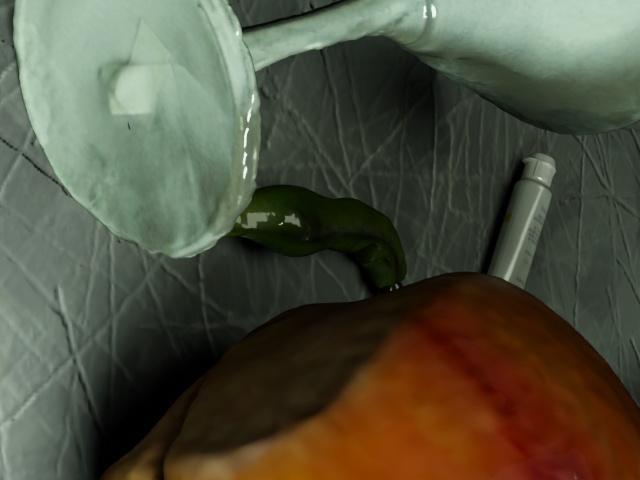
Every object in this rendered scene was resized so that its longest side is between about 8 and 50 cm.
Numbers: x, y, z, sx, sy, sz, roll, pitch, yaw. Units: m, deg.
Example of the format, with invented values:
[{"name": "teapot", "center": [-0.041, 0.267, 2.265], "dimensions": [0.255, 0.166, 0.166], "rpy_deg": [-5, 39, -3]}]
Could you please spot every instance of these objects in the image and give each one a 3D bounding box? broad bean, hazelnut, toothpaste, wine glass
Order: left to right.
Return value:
[{"name": "broad bean", "center": [0.003, -0.007, 1.164], "dimensions": [0.195, 0.046, 0.061], "rpy_deg": [25, 67, -44]}, {"name": "wine glass", "center": [0.027, -0.143, 1.069], "dimensions": [0.406, 0.267, 0.267], "rpy_deg": [-23, 104, -39]}, {"name": "hazelnut", "center": [0.047, 0.199, 0.982], "dimensions": [0.315, 0.372, 0.372], "rpy_deg": [34, 60, -70]}, {"name": "toothpaste", "center": [0.148, 0.020, 1.327], "dimensions": [0.048, 0.031, 0.190], "rpy_deg": [36, 66, -42]}]
